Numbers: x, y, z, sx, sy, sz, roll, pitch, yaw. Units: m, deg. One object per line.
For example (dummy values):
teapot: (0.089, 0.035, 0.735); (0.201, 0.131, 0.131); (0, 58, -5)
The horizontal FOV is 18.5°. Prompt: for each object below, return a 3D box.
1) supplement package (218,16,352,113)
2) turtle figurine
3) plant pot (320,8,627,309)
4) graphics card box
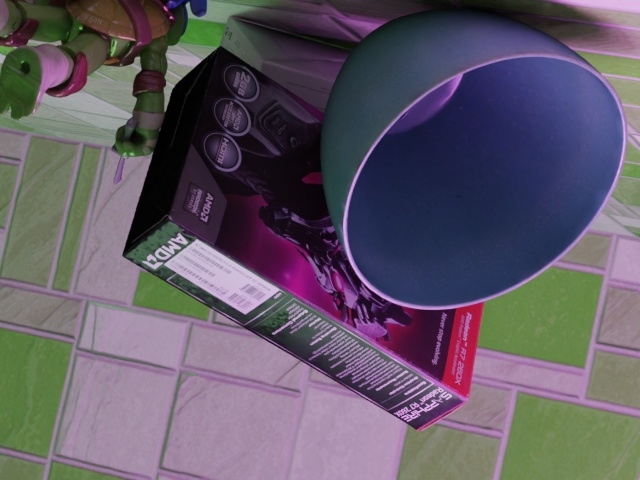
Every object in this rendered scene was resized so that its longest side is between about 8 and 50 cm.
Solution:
supplement package: (-0.031, -0.074, 2.141); (0.198, 0.262, 0.199); (14, -164, -18)
turtle figurine: (-0.252, -0.155, 1.890); (0.275, 0.197, 0.266); (-20, 176, 31)
plant pot: (0.116, -0.106, 1.872); (0.290, 0.290, 0.195); (16, -152, -38)
graphics card box: (0.000, 0.000, 1.942); (0.371, 0.232, 0.094); (32, 139, -21)
